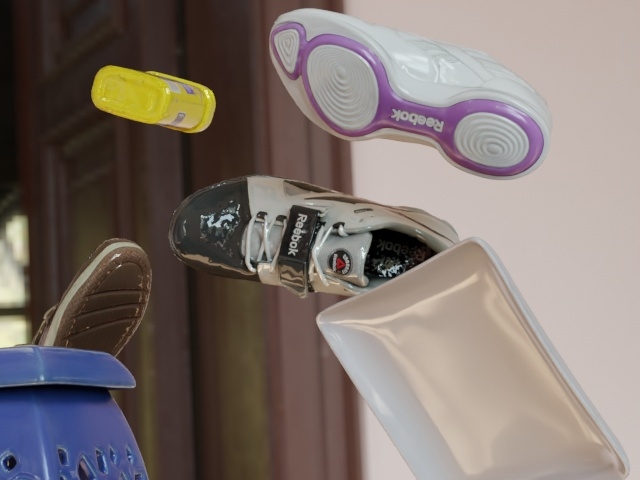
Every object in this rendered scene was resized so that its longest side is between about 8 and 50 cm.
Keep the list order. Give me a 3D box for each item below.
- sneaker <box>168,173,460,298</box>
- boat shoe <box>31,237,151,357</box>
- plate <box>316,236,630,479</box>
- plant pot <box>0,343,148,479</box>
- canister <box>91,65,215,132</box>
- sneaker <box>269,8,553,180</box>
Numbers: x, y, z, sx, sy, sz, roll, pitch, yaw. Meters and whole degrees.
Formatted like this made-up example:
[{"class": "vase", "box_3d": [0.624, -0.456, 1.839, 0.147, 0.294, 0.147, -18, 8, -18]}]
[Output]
[{"class": "sneaker", "box_3d": [0.000, 0.000, 2.051, 0.331, 0.122, 0.146, 4, 8, -5]}, {"class": "boat shoe", "box_3d": [-0.264, 0.094, 1.999, 0.095, 0.257, 0.095, 9, 29, -39]}, {"class": "plate", "box_3d": [0.154, 0.144, 1.886, 0.045, 0.278, 0.277, -35, 4, -41]}, {"class": "plant pot", "box_3d": [-0.302, 0.211, 1.797, 0.236, 0.212, 0.236, -6, -8, 19]}, {"class": "canister", "box_3d": [-0.237, -0.201, 2.677, 0.126, 0.073, 0.170, 17, 5, 17]}, {"class": "sneaker", "box_3d": [0.093, -0.154, 1.921, 0.305, 0.114, 0.152, 24, 27, 5]}]
